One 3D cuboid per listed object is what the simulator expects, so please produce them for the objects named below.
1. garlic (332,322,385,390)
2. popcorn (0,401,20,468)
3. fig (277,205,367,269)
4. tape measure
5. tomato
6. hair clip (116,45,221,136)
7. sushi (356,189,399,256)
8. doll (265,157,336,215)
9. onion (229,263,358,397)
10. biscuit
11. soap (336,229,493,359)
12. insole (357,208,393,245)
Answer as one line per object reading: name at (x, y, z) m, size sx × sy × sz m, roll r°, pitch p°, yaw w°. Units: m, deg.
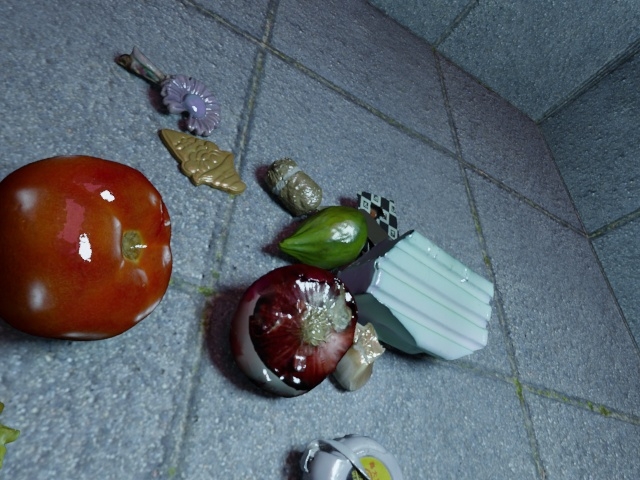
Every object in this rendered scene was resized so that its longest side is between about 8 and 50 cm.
garlic at (0.068, 0.252, 0.966) m, size 0.123 × 0.099 × 0.175 m, roll -17°, pitch 66°, yaw -23°
popcorn at (-0.486, 0.252, 0.510) m, size 0.173 × 0.142 × 0.174 m, roll 4°, pitch 77°, yaw -17°
fig at (0.015, 0.007, 1.049) m, size 0.167 × 0.167 × 0.233 m, roll 47°, pitch 60°, yaw 1°
tape measure at (0.069, 0.475, 0.776) m, size 0.197 × 0.120 × 0.236 m, roll -7°, pitch 69°, yaw -34°
tomato at (-0.384, 0.017, 0.660) m, size 0.226 × 0.299 × 0.299 m, roll 2°, pitch 48°, yaw 12°
hair clip at (-0.389, -0.400, 1.087) m, size 0.300 × 0.069 × 0.173 m, roll 36°, pitch 44°, yaw -12°
sushi at (0.164, -0.003, 1.243) m, size 0.192 × 0.043 × 0.280 m, roll 8°, pitch 70°, yaw -42°
doll at (-0.056, -0.126, 1.127) m, size 0.221 × 0.105 × 0.115 m, roll 45°, pitch 1°, yaw -12°
onion at (-0.064, 0.178, 0.869) m, size 0.271 × 0.195 × 0.273 m, roll -2°, pitch 95°, yaw -24°
biscuit at (-0.294, -0.203, 1.051) m, size 0.250 × 0.035 × 0.163 m, roll 34°, pitch 41°, yaw -11°
soap at (0.249, 0.149, 1.061) m, size 0.445 × 0.156 × 0.262 m, roll 29°, pitch 68°, yaw -31°
insole at (0.205, 0.033, 1.227) m, size 0.328 × 0.007 × 0.111 m, roll 49°, pitch 41°, yaw -19°
